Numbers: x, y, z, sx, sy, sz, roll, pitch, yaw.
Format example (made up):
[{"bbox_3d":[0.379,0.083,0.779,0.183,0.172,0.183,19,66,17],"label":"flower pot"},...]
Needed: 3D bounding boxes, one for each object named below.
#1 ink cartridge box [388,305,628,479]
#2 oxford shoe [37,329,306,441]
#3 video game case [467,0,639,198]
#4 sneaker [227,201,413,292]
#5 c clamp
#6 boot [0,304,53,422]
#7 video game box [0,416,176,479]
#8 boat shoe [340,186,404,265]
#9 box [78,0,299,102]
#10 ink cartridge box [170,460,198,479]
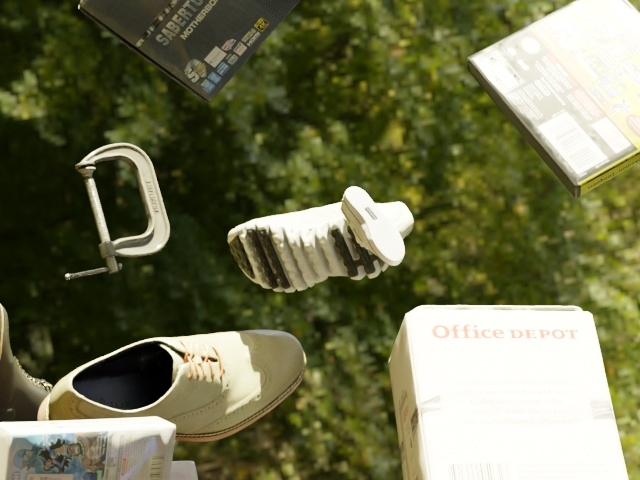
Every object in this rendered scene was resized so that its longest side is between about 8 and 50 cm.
[{"bbox_3d":[0.192,0.216,1.479,0.117,0.207,0.283,105,-17,-55],"label":"ink cartridge box"},{"bbox_3d":[-0.177,0.192,1.958,0.140,0.397,0.146,61,-33,19],"label":"oxford shoe"},{"bbox_3d":[0.383,-0.215,2.029,0.275,0.248,0.035,55,-11,32],"label":"video game case"},{"bbox_3d":[0.000,0.000,2.006,0.292,0.118,0.110,-3,-65,38],"label":"sneaker"},{"bbox_3d":[-0.240,-0.037,1.674,0.022,0.137,0.161,-33,-115,56],"label":"c clamp"},{"bbox_3d":[-0.426,0.181,2.019,0.077,0.137,0.198,14,-81,41],"label":"boot"},{"bbox_3d":[-0.243,0.280,1.434,0.048,0.187,0.205,15,-81,49],"label":"video game box"},{"bbox_3d":[0.052,-0.009,1.516,0.100,0.035,0.035,53,-37,22],"label":"boat shoe"},{"bbox_3d":[-0.122,-0.289,1.570,0.232,0.183,0.059,-45,-159,23],"label":"box"},{"bbox_3d":[-0.236,0.424,1.998,0.066,0.189,0.232,-32,-115,36],"label":"ink cartridge box"}]
